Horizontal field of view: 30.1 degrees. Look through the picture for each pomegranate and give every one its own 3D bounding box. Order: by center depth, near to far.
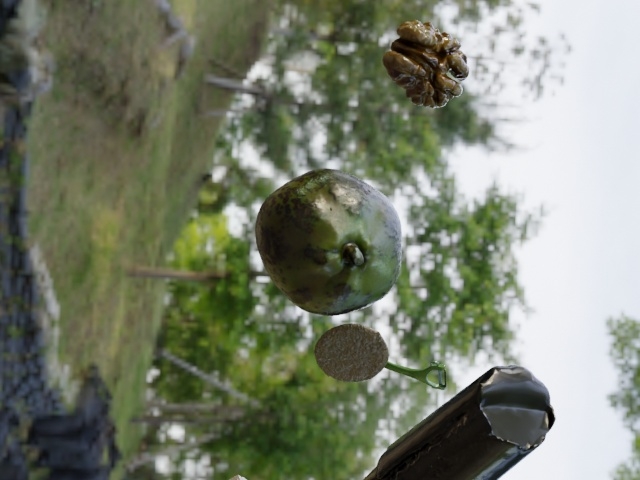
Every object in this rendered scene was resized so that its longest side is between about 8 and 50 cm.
[{"bbox_3d":[-0.013,0.009,1.787,0.276,0.204,0.222,-9,-67,39],"label":"pomegranate"}]

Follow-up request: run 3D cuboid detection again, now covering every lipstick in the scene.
[{"bbox_3d":[0.057,0.224,1.001,0.418,0.077,0.077,128,-36,-48],"label":"lipstick"}]

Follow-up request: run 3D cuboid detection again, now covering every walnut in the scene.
[{"bbox_3d":[0.198,-0.316,2.150,0.143,0.170,0.069,-65,-155,-3],"label":"walnut"}]

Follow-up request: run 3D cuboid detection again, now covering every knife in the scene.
[{"bbox_3d":[0.121,0.195,1.883,0.078,0.166,0.023,85,28,-47],"label":"knife"}]

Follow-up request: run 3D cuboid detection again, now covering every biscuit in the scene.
[{"bbox_3d":[0.049,0.177,1.864,0.015,0.120,0.120,-88,-173,-56],"label":"biscuit"}]

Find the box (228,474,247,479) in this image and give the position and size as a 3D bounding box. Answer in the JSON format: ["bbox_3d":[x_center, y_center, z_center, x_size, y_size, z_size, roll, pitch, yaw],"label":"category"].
[{"bbox_3d":[-0.239,0.600,2.314,0.200,0.343,0.065,48,14,-45],"label":"box"}]
